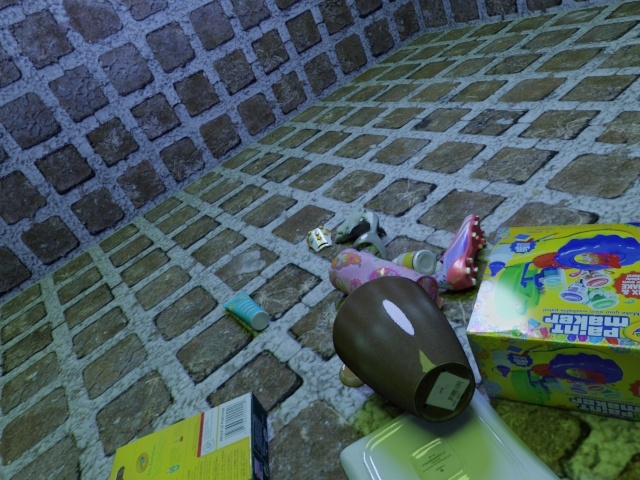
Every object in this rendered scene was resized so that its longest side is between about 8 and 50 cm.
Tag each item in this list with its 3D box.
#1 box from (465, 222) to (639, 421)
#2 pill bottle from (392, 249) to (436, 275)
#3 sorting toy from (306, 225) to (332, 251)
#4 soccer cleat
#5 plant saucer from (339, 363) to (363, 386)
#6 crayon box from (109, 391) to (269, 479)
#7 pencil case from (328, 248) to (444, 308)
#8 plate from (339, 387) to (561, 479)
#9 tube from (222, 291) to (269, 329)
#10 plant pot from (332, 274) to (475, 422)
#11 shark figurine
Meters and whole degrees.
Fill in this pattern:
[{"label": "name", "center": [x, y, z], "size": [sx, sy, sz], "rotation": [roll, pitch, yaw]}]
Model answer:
[{"label": "box", "center": [0.438, 0.123, 0.784], "size": [0.290, 0.177, 0.279], "rotation": [-2, 38, 35]}, {"label": "pill bottle", "center": [0.224, 0.060, 1.135], "size": [0.065, 0.065, 0.116], "rotation": [-40, 10, -22]}, {"label": "sorting toy", "center": [0.000, 0.000, 1.461], "size": [0.083, 0.045, 0.075], "rotation": [-27, 49, -1]}, {"label": "soccer cleat", "center": [0.337, 0.022, 1.122], "size": [0.095, 0.083, 0.248], "rotation": [-11, 36, 33]}, {"label": "plant saucer", "center": [0.076, 0.272, 0.989], "size": [0.084, 0.015, 0.083], "rotation": [-19, 31, 12]}, {"label": "crayon box", "center": [-0.259, 0.448, 0.904], "size": [0.319, 0.081, 0.202], "rotation": [-23, 30, 5]}, {"label": "pencil case", "center": [0.147, 0.103, 1.105], "size": [0.124, 0.124, 0.284], "rotation": [-41, 34, -24]}, {"label": "plate", "center": [0.188, 0.361, 0.734], "size": [0.277, 0.045, 0.278], "rotation": [-29, 30, -6]}, {"label": "tube", "center": [-0.208, 0.193, 1.307], "size": [0.080, 0.052, 0.207], "rotation": [-27, 22, -24]}, {"label": "plant pot", "center": [0.158, 0.200, 0.809], "size": [0.215, 0.215, 0.230], "rotation": [-30, 22, -7]}, {"label": "shark figurine", "center": [0.147, -0.034, 1.325], "size": [0.166, 0.116, 0.278], "rotation": [-57, 17, -3]}]
